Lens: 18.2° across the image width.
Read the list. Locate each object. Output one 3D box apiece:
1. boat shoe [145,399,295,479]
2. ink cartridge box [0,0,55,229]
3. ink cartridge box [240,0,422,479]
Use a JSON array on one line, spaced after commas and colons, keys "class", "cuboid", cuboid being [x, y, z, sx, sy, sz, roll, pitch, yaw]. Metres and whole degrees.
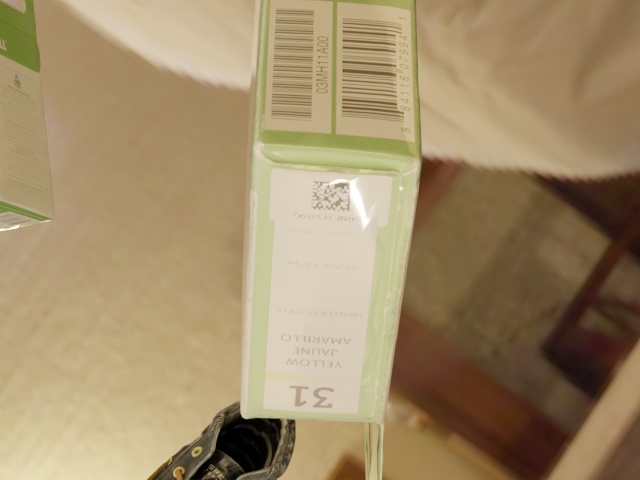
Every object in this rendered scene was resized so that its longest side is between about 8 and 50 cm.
[{"class": "boat shoe", "cuboid": [-0.078, 0.152, 1.095, 0.065, 0.083, 0.183, 39, -143, 0]}, {"class": "ink cartridge box", "cuboid": [-0.277, -0.120, 1.647, 0.062, 0.209, 0.109, -9, 170, 16]}, {"class": "ink cartridge box", "cuboid": [0.000, 0.000, 0.700, 0.056, 0.171, 0.235, 3, 134, -3]}]
